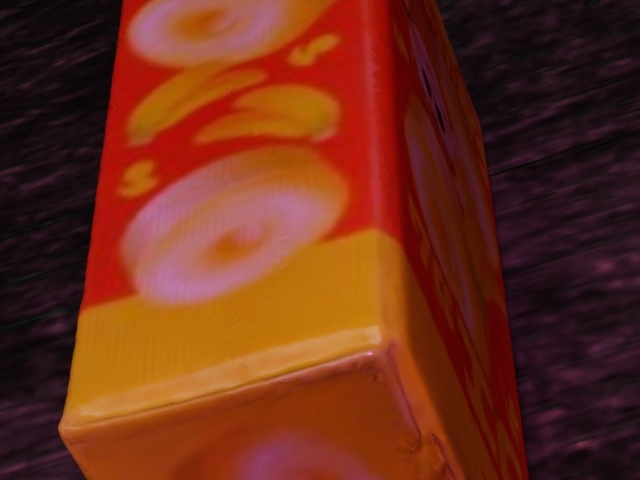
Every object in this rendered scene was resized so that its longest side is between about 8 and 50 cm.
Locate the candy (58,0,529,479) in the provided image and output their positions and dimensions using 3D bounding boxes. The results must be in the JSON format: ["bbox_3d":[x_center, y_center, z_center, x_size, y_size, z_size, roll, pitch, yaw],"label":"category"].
[{"bbox_3d":[0.000,0.000,0.556,0.088,0.146,0.276,-15,38,10],"label":"candy"}]
